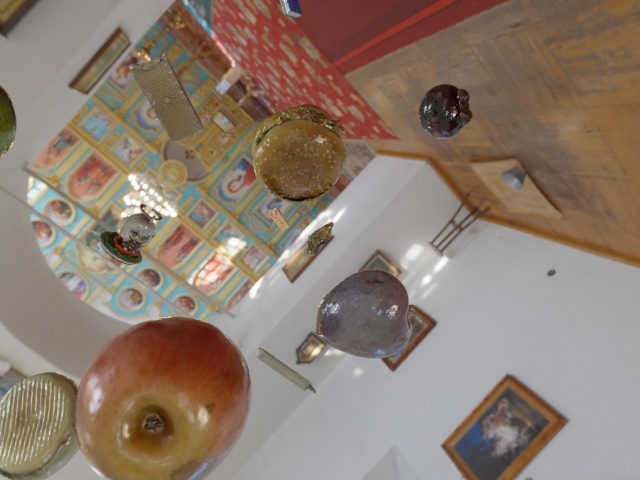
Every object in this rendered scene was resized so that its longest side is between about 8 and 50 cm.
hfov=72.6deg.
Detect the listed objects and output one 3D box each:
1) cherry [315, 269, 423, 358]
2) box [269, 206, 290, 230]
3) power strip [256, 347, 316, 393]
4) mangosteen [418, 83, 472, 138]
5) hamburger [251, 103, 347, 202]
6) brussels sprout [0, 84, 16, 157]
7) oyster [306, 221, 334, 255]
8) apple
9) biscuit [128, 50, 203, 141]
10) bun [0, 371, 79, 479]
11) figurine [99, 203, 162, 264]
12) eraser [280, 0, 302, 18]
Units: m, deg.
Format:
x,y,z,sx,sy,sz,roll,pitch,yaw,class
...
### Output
x,y,z,sx,sy,sz,roll,pitch,yaw,class
0.115,0.171,1.012,0.184,0.265,0.214,-112,8,-62,cherry
-0.163,-0.085,1.740,0.093,0.015,0.058,54,143,-7,box
-0.090,0.344,1.143,0.191,0.030,0.047,34,160,7,power strip
0.354,-0.360,1.219,0.152,0.152,0.152,43,-179,-1,mangosteen
-0.034,-0.162,0.820,0.181,0.191,0.118,31,-151,-46,hamburger
-0.481,-0.161,0.569,0.117,0.155,0.155,25,179,6,brussels sprout
-0.002,0.000,0.959,0.051,0.093,0.034,-17,-127,-43,oyster
-0.328,0.346,0.925,0.364,0.364,0.364,43,-179,-1,apple
-0.435,-0.404,1.246,0.062,0.108,0.239,-114,1,-56,biscuit
-0.784,0.522,1.232,0.287,0.287,0.146,44,163,24,bun
-0.497,-0.029,1.173,0.132,0.154,0.132,42,-172,-8,figurine
-0.089,-0.687,1.246,0.063,0.027,0.085,-25,-80,-54,eraser
